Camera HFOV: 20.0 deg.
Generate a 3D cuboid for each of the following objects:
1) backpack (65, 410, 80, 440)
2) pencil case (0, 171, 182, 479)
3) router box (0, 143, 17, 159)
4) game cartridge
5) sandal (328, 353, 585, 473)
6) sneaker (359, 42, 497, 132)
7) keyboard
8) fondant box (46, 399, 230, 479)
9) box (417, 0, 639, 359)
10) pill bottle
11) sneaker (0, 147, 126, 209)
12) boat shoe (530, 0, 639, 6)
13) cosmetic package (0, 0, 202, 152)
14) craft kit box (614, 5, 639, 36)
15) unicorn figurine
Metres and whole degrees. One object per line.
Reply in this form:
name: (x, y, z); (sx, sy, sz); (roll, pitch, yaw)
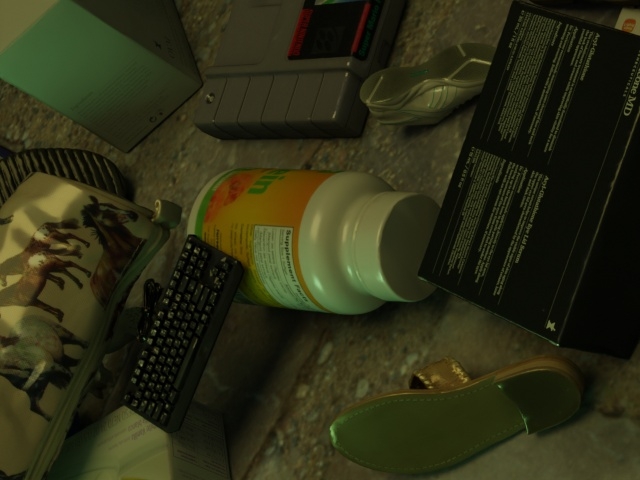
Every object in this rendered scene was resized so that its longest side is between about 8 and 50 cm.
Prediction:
backpack: (-0.314, 0.221, 1.945); (0.120, 0.098, 0.101); (-26, 59, 15)
pencil case: (-0.290, 0.122, 1.792); (0.184, 0.160, 0.410); (21, 79, 17)
router box: (-0.559, -0.008, 2.315); (0.301, 0.082, 0.335); (23, 84, 47)
game cartridge: (0.001, -0.279, 1.955); (0.230, 0.068, 0.355); (0, 67, 48)
sandal: (0.127, 0.138, 1.603); (0.240, 0.088, 0.079); (-18, 24, 28)
sneaker: (0.118, -0.149, 1.775); (0.152, 0.061, 0.053); (-14, 49, 16)
keyboard: (-0.144, 0.084, 1.747); (0.108, 0.023, 0.180); (29, 99, 39)
fondant box: (-0.195, 0.339, 1.762); (0.238, 0.096, 0.330); (-31, 50, 27)
box: (0.214, -0.054, 1.552); (0.184, 0.103, 0.261); (28, 101, 50)
pill bottle: (0.000, 0.000, 1.736); (0.246, 0.136, 0.136); (4, 70, 45)
sneaker: (-0.372, -0.013, 2.118); (0.331, 0.146, 0.122); (-20, 79, 7)
boat shoe: (0.237, -0.275, 1.625); (0.307, 0.104, 0.110); (-8, 57, 61)
cosmetic package: (-0.278, -0.259, 2.082); (0.138, 0.225, 0.224); (-40, 46, 21)
craft kit box: (0.389, -0.236, 1.562); (0.250, 0.061, 0.246); (12, 79, 47)
unicorn figurine: (-0.229, 0.105, 1.914); (0.060, 0.162, 0.111); (110, 143, -59)
